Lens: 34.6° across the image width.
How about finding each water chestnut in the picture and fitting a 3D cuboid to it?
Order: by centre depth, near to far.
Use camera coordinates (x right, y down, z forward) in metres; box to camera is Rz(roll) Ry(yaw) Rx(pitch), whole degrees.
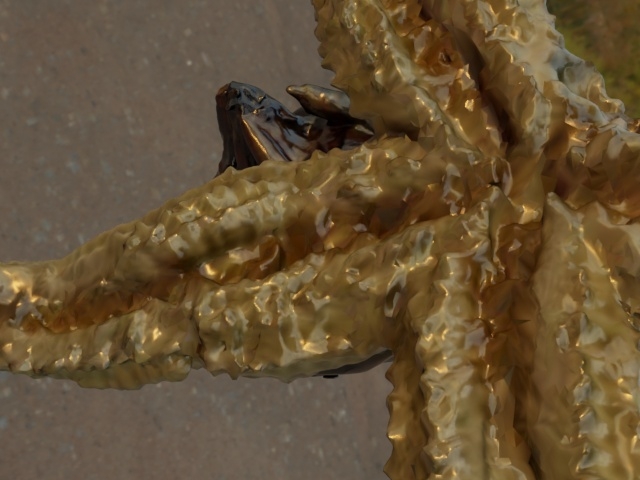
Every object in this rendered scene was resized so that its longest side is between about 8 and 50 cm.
[{"bbox_3d":[0.017,-0.012,0.874,0.289,0.289,0.244,1,79,-68],"label":"water chestnut"}]

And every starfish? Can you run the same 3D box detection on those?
[{"bbox_3d":[0.000,0.000,0.383,0.432,0.324,0.082,48,0,35],"label":"starfish"}]
